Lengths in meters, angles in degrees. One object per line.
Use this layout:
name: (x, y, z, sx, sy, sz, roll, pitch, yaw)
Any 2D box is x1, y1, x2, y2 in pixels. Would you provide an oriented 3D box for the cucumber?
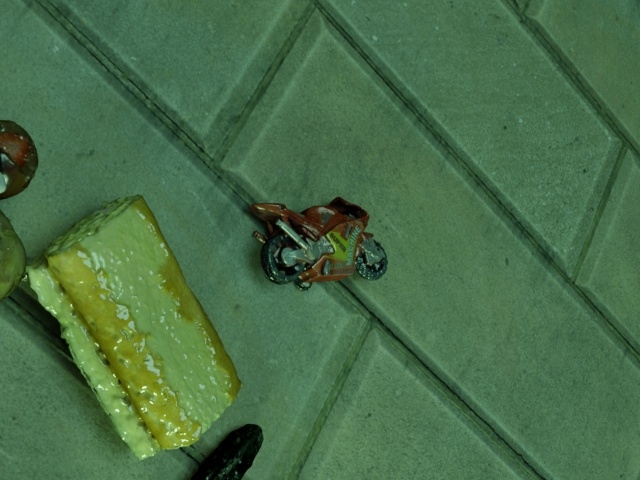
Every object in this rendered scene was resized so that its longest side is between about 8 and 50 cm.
cucumber: (-0.183, 0.408, 2.099, 0.072, 0.081, 0.303, 34, 54, 8)

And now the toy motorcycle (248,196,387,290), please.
toy motorcycle: (0.001, 0.002, 2.337, 0.298, 0.089, 0.171, 0, 79, -40)

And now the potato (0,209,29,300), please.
potato: (-0.476, 0.021, 1.922, 0.089, 0.100, 0.172, 29, 60, -39)

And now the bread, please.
bread: (-0.284, 0.129, 2.002, 0.375, 0.165, 0.236, 61, 34, -15)

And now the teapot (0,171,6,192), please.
teapot: (-0.606, -0.014, 1.691, 0.424, 0.280, 0.252, -26, 99, -42)

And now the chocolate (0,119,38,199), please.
chocolate: (-0.486, -0.123, 1.925, 0.133, 0.127, 0.124, -9, 97, -61)
